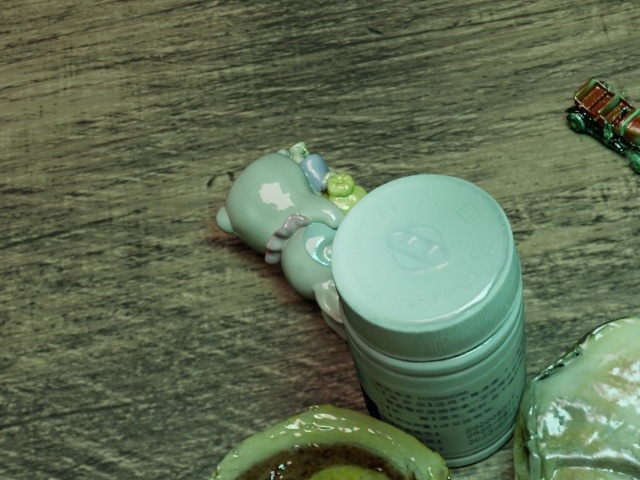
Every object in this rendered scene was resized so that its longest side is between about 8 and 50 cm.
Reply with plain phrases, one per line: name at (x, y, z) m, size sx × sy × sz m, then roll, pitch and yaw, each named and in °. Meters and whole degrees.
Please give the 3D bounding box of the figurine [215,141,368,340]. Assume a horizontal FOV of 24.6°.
figurine at (0.000, 0.000, 1.785) m, size 0.155 × 0.127 × 0.235 m, roll -33°, pitch 63°, yaw -24°

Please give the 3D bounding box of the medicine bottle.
medicine bottle at (0.123, 0.092, 1.569) m, size 0.190 × 0.332 × 0.190 m, roll -4°, pitch 56°, yaw 7°

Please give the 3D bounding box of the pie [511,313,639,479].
pie at (0.366, 0.225, 1.557) m, size 0.338 × 0.075 × 0.337 m, roll -4°, pitch 57°, yaw 6°

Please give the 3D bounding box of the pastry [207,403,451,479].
pastry at (0.010, 0.312, 1.554) m, size 0.256 × 0.170 × 0.236 m, roll 12°, pitch 40°, yaw 22°

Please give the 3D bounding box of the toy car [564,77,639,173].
toy car at (0.380, -0.146, 1.850) m, size 0.073 × 0.054 × 0.143 m, roll -41°, pitch 59°, yaw -16°
